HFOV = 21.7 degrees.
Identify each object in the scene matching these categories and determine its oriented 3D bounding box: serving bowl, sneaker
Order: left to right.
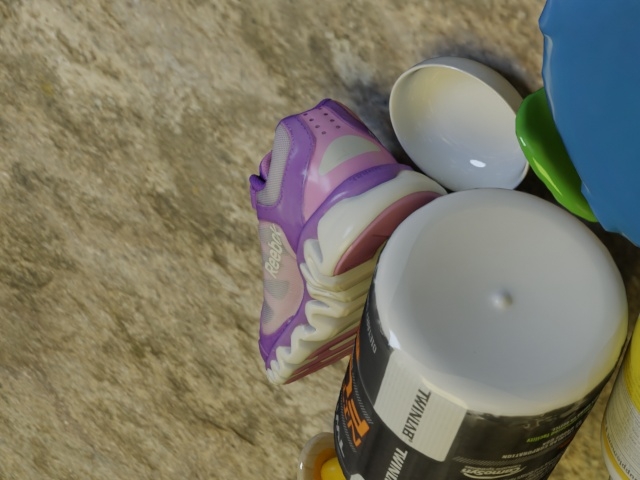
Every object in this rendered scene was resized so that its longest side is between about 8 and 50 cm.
[{"bbox_3d":[0.000,0.000,0.960,0.104,0.095,0.236,53,156,18],"label":"sneaker"},{"bbox_3d":[0.078,-0.063,0.869,0.083,0.027,0.083,24,140,23],"label":"serving bowl"}]

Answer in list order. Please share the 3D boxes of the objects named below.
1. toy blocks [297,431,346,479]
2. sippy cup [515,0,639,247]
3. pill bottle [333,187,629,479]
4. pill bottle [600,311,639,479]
[{"bbox_3d":[0.069,0.182,1.102,0.148,0.054,0.123,-3,123,44],"label":"toy blocks"},{"bbox_3d":[0.194,-0.094,0.565,0.240,0.224,0.305,26,140,20],"label":"sippy cup"},{"bbox_3d":[0.077,0.085,0.919,0.130,0.130,0.245,34,152,12],"label":"pill bottle"},{"bbox_3d":[0.199,0.083,0.839,0.103,0.103,0.184,29,142,19],"label":"pill bottle"}]
